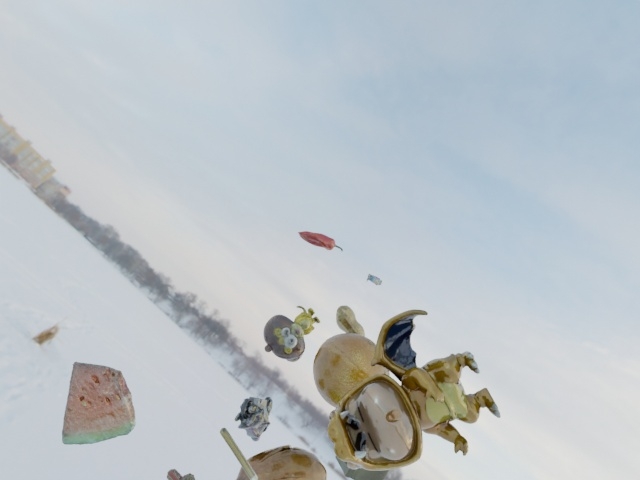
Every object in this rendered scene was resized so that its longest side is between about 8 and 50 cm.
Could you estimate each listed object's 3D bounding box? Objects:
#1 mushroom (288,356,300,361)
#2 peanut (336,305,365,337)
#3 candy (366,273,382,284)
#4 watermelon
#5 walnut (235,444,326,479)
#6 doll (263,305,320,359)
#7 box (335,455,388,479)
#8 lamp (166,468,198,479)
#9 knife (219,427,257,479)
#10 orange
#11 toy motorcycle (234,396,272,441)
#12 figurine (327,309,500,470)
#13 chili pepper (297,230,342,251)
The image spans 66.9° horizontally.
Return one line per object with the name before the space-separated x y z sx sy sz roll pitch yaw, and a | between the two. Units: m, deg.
mushroom | -0.099 0.400 1.877 0.080 0.135 0.170 2 -7 18
peanut | 0.121 0.354 1.964 0.192 0.089 0.089 61 -17 6
candy | 0.174 0.130 1.566 0.020 0.030 0.083 22 -6 43
watermelon | -0.623 0.425 1.349 0.140 0.193 0.256 -128 -142 -60
walnut | -0.136 0.775 1.570 0.336 0.209 0.209 11 0 -32
doll | -0.094 0.275 1.493 0.145 0.188 0.096 36 -17 -11
box | 0.193 0.793 1.851 0.149 0.231 0.155 32 -4 -14
lamp | -0.224 0.415 0.803 0.083 0.031 0.063 -12 -88 36
knife | -0.136 0.540 1.069 0.298 0.017 0.047 58 -19 -3
orange | 0.107 0.457 1.681 0.274 0.274 0.274 38 -19 15
toy motorcycle | -0.229 0.631 1.708 0.073 0.152 0.225 3 -14 21
figurine | 0.222 0.423 1.199 0.401 0.387 0.268 62 2 -35
chili pepper | 0.000 0.000 1.795 0.191 0.050 0.059 22 -21 -23
